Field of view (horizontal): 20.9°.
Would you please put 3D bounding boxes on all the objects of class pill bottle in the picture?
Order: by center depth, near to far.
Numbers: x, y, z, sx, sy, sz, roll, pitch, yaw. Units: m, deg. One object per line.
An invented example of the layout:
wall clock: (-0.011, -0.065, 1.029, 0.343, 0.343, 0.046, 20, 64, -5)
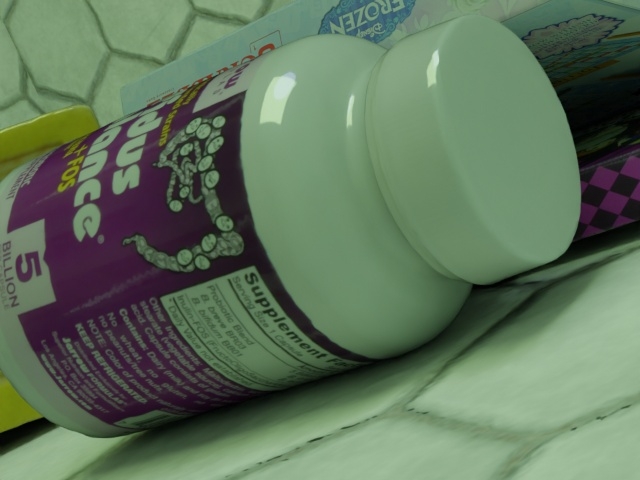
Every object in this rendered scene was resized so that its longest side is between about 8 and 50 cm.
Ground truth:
pill bottle: (-0.025, -0.008, 0.900, 0.301, 0.169, 0.169, -20, 9, 34)

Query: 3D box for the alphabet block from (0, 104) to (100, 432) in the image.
alphabet block: (-0.231, 0.026, 1.207, 0.193, 0.192, 0.197, -22, 7, -14)

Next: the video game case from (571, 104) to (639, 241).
video game case: (0.135, -0.031, 1.022, 0.232, 0.042, 0.210, -20, 7, 35)

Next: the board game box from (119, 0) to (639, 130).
board game box: (0.099, -0.104, 1.070, 0.318, 0.066, 0.318, -21, -14, 37)
